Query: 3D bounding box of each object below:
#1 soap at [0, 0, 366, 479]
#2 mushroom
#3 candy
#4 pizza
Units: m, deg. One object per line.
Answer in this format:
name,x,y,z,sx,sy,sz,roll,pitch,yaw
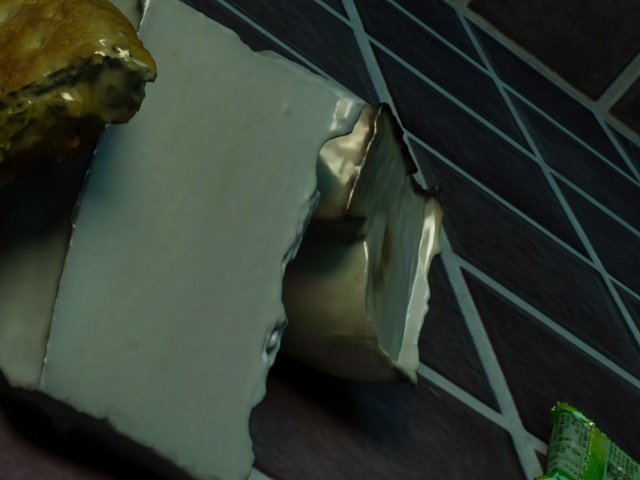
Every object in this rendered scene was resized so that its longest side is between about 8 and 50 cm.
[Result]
soap,-0.156,0.002,1.005,0.302,0.257,0.159,-4,-23,44
mushroom,-0.025,0.011,1.147,0.236,0.173,0.162,49,39,-70
candy,0.205,0.182,1.350,0.102,0.032,0.178,37,18,1
pizza,-0.196,-0.057,0.890,0.292,0.197,0.058,2,-44,40
